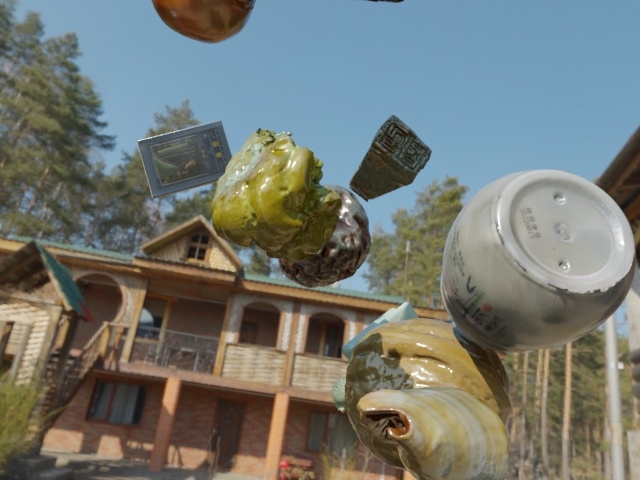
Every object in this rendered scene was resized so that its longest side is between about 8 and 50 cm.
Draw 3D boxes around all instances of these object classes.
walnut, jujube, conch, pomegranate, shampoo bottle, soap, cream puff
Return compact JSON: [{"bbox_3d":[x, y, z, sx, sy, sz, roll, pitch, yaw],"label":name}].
[{"bbox_3d":[0.207,0.298,1.010,0.332,0.333,0.333,7,-21,3],"label":"walnut"},{"bbox_3d":[0.000,0.000,1.218,0.226,0.226,0.317,12,-22,-11],"label":"jujube"},{"bbox_3d":[0.143,0.221,0.607,0.158,0.127,0.255,39,-10,37],"label":"conch"},{"bbox_3d":[-0.249,-0.575,1.167,0.270,0.252,0.229,22,-4,31],"label":"pomegranate"},{"bbox_3d":[0.338,0.041,0.845,0.272,0.273,0.266,8,-30,-1],"label":"shampoo bottle"},{"bbox_3d":[0.196,0.302,1.456,0.087,0.160,0.265,-33,-5,43],"label":"soap"},{"bbox_3d":[-0.061,-0.052,0.763,0.194,0.195,0.221,15,16,-19],"label":"cream puff"},{"bbox_3d":[0.053,0.358,1.223,0.056,0.085,0.076,40,-9,-15],"label":"conch"}]

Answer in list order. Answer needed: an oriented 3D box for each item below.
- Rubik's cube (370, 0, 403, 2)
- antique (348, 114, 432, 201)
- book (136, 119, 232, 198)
[{"bbox_3d":[0.061,-0.656,0.975,0.305,0.310,0.307,11,-45,14],"label":"Rubik's cube"},{"bbox_3d":[0.168,-0.203,1.409,0.150,0.125,0.284,38,-21,-5],"label":"antique"},{"bbox_3d":[-0.413,-0.254,1.604,0.269,0.191,0.025,-16,-5,-8],"label":"book"}]
